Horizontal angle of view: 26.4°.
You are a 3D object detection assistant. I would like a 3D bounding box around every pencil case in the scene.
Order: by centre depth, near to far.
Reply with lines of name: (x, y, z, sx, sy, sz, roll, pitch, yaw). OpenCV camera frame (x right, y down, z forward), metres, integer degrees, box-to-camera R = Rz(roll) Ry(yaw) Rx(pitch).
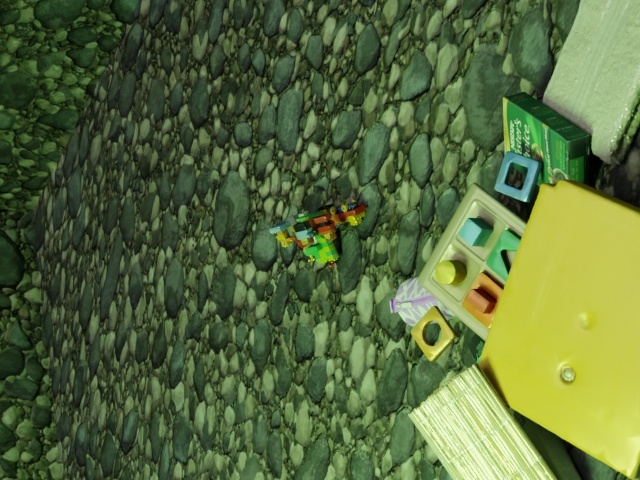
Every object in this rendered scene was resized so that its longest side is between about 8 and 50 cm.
pencil case: (0.196, 0.085, 2.149, 0.206, 0.088, 0.086, -21, 71, 57)

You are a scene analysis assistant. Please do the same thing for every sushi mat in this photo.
sushi mat: (0.254, 0.332, 1.890, 0.316, 0.019, 0.151, 55, 131, 14)

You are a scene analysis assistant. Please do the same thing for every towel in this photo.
towel: (0.412, -0.263, 1.897, 0.187, 0.049, 0.282, 51, 127, 54)

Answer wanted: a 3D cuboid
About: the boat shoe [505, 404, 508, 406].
boat shoe: (0.319, 0.172, 1.925, 0.228, 0.080, 0.076, -51, 39, 30)

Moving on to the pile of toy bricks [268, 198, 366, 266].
pile of toy bricks: (0.000, 0.000, 2.531, 0.212, 0.118, 0.105, -13, 103, 50)

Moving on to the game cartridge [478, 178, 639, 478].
game cartridge: (0.365, 0.107, 1.803, 0.285, 0.053, 0.323, 30, 108, 40)

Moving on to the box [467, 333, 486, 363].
box: (0.268, 0.170, 2.024, 0.052, 0.062, 0.083, -59, 36, 33)

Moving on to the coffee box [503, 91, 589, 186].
coffee box: (0.326, -0.134, 1.982, 0.184, 0.040, 0.113, -131, 29, -54)

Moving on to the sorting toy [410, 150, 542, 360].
sorting toy: (0.233, 0.038, 1.989, 0.196, 0.047, 0.347, 44, 115, 37)

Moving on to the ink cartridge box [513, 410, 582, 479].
ink cartridge box: (0.290, 0.385, 1.942, 0.223, 0.045, 0.224, -61, 35, 32)
